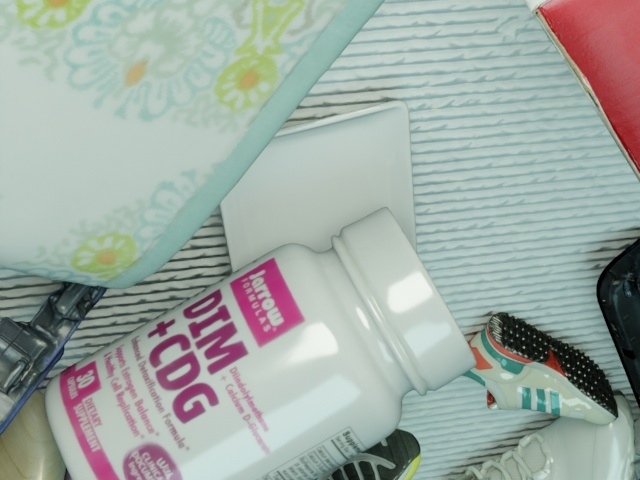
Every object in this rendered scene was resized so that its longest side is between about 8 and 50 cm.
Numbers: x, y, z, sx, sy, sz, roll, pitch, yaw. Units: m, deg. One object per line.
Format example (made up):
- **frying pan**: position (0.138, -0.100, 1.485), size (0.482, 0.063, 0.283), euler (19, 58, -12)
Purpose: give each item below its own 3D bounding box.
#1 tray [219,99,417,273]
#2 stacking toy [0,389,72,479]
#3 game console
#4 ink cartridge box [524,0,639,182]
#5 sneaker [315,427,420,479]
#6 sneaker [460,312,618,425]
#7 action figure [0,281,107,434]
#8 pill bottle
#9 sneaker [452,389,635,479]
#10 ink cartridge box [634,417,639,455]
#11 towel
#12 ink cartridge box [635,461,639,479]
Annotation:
- **tray**: position (0.000, 0.000, 1.168), size (0.145, 0.030, 0.270), euler (-15, 138, -7)
- **stacking toy**: position (-0.153, 0.226, 1.281), size (0.141, 0.141, 0.330), euler (-41, 138, 22)
- **game console**: position (0.342, 0.125, 1.372), size (0.213, 0.044, 0.361), euler (-43, 128, -20)
- **ink cartridge box**: position (0.220, -0.121, 0.941), size (0.130, 0.272, 0.309), euler (-31, 138, 13)
- **sneaker**: position (0.027, 0.236, 1.402), size (0.094, 0.081, 0.208), euler (15, 135, -41)
- **sneaker**: position (0.188, 0.126, 1.346), size (0.161, 0.057, 0.075), euler (30, 126, -25)
- **action figure**: position (-0.308, 0.102, 1.052), size (0.341, 0.178, 0.330), euler (-53, 170, -17)
- **pill bottle**: position (-0.041, 0.102, 1.109), size (0.283, 0.160, 0.160), euler (-30, 138, 1)
- **sneaker**: position (0.194, 0.249, 1.454), size (0.129, 0.111, 0.297), euler (19, 123, -20)
- **ink cartridge box**: position (0.357, 0.170, 1.485), size (0.063, 0.029, 0.115), euler (23, 123, -37)
- **towel**: position (-0.144, -0.135, 0.897), size (0.320, 0.090, 0.374), euler (19, 120, -43)
- **ink cartridge box**: position (0.388, 0.249, 1.562), size (0.122, 0.052, 0.088), euler (-21, 138, 0)
